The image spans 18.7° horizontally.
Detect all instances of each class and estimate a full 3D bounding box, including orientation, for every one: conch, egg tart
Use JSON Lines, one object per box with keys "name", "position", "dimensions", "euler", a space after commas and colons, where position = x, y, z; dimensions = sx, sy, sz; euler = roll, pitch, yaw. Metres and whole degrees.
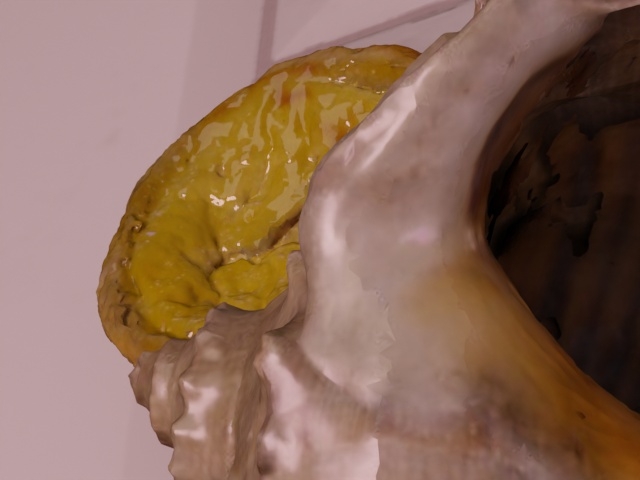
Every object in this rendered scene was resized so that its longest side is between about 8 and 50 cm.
{"name": "conch", "position": [0.105, 0.037, 0.582], "dimensions": [0.324, 0.263, 0.186], "euler": [4, 19, -5]}
{"name": "egg tart", "position": [0.000, 0.000, 0.797], "dimensions": [0.191, 0.074, 0.191], "euler": [-20, 41, 19]}
